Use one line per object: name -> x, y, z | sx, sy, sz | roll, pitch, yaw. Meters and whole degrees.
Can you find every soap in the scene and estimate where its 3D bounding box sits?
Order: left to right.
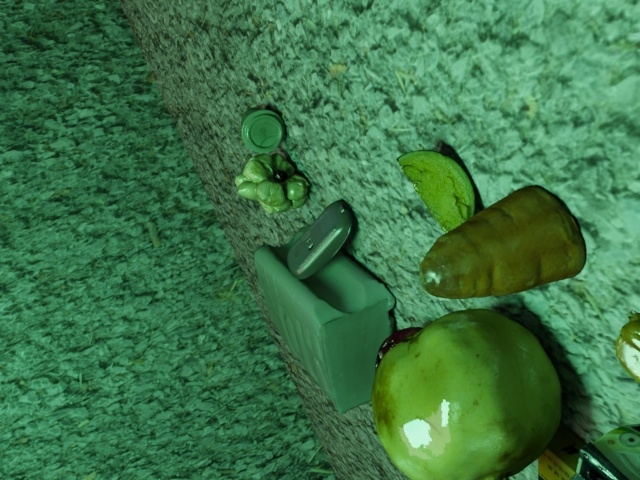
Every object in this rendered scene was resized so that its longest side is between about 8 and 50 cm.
soap -> 0.017, 0.203, 1.998 | 0.435, 0.213, 0.350 | 43, 153, 51

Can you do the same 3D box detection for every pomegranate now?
pomegranate -> 0.258, 0.285, 1.287 | 0.332, 0.333, 0.332 | 53, 158, 33

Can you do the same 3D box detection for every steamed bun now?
steamed bun -> -0.134, -0.164, 2.000 | 0.177, 0.192, 0.106 | 48, 137, 30

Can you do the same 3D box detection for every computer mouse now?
computer mouse -> 0.001, 0.001, 1.853 | 0.232, 0.057, 0.120 | -48, 42, 23

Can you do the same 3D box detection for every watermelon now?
watermelon -> 0.213, -0.085, 1.292 | 0.181, 0.092, 0.075 | 54, 174, 7

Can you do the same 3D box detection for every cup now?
cup -> -0.165, -0.310, 2.017 | 0.141, 0.120, 0.120 | -122, 15, -64

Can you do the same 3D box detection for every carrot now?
carrot -> 0.255, 0.021, 1.106 | 0.159, 0.225, 0.159 | 160, 90, -73

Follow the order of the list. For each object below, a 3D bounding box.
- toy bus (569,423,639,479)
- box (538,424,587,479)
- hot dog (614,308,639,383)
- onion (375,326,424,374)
toy bus -> 0.461, 0.393, 1.065 | 0.143, 0.179, 0.305 | 44, 153, 43
box -> 0.467, 0.470, 1.327 | 0.152, 0.070, 0.237 | 42, 148, 50
hot dog -> 0.481, 0.187, 0.925 | 0.269, 0.072, 0.109 | 50, 154, 35
onion -> 0.233, 0.301, 1.607 | 0.248, 0.161, 0.248 | 42, 152, 28
